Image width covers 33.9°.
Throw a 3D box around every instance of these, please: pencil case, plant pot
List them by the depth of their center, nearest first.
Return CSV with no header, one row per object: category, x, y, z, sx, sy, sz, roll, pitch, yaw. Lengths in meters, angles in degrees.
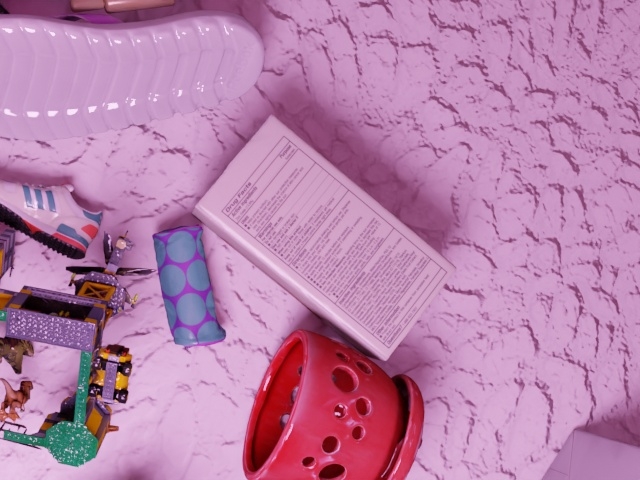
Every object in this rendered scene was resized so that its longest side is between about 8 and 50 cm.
plant pot,0.018,0.224,1.262,0.174,0.191,0.191,24,82,-13
pencil case,-0.162,0.057,1.302,0.070,0.064,0.151,-9,85,-50

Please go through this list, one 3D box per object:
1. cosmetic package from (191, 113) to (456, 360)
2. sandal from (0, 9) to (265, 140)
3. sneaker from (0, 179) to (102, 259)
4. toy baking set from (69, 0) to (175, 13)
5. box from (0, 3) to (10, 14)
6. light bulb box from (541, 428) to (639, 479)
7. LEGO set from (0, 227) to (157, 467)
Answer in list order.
cosmetic package,0.000,0.000,1.306,0.296,0.129,0.153,41,81,-6
sandal,-0.278,-0.214,1.274,0.416,0.169,0.102,-4,42,-15
sneaker,-0.343,-0.045,1.288,0.161,0.057,0.075,31,64,-6
toy baking set,-0.224,-0.363,1.304,0.256,0.030,0.196,-7,62,-14
box,-0.428,-0.243,1.293,0.116,0.029,0.162,-44,96,-11
light bulb box,0.451,0.429,1.241,0.361,0.358,0.225,36,82,-5
LEGO set,-0.362,0.104,1.229,0.331,0.192,0.255,5,114,3
